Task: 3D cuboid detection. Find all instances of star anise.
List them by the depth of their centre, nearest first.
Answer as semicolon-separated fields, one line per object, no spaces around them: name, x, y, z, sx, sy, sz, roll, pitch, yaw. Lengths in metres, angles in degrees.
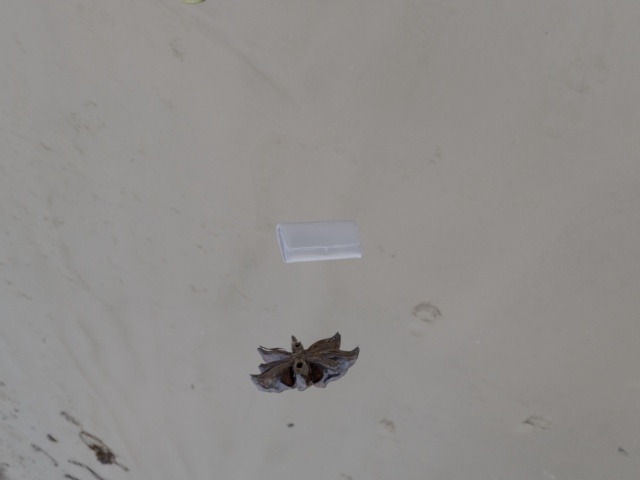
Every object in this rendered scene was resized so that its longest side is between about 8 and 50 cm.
star anise;-0.018;0.149;0.629;0.140;0.141;0.042;-3;103;39

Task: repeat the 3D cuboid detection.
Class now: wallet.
wallet;0.000;0.000;0.744;0.025;0.122;0.061;-47;52;54

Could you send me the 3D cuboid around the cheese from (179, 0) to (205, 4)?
cheese;-0.145;-0.304;0.577;0.044;0.030;0.084;5;111;-5
